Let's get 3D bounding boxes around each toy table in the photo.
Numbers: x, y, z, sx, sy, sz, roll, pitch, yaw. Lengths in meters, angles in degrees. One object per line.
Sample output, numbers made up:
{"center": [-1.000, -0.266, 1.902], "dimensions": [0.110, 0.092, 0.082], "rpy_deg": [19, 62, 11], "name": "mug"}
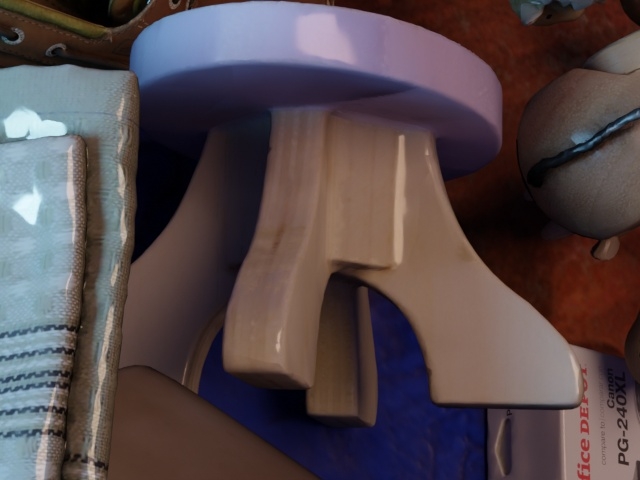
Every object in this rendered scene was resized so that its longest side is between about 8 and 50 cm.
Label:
{"center": [0.000, 0.000, 0.866], "dimensions": [0.274, 0.252, 0.160], "rpy_deg": [25, 65, -65], "name": "toy table"}

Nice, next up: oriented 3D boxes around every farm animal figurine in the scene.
{"center": [0.194, -0.026, 1.000], "dimensions": [0.327, 0.172, 0.330], "rpy_deg": [28, 37, -59], "name": "farm animal figurine"}

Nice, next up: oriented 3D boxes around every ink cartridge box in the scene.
{"center": [0.173, 0.129, 1.043], "dimensions": [0.150, 0.063, 0.109], "rpy_deg": [15, 65, -32], "name": "ink cartridge box"}

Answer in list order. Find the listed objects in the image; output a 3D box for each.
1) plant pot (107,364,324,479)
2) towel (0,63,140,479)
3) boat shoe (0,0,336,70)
{"center": [-0.049, 0.214, 0.725], "dimensions": [0.280, 0.323, 0.323], "rpy_deg": [47, 50, 9], "name": "plant pot"}
{"center": [-0.224, 0.083, 0.642], "dimensions": [0.056, 0.312, 0.324], "rpy_deg": [53, 36, -60], "name": "towel"}
{"center": [-0.102, -0.124, 0.906], "dimensions": [0.307, 0.104, 0.110], "rpy_deg": [-7, 77, -38], "name": "boat shoe"}
